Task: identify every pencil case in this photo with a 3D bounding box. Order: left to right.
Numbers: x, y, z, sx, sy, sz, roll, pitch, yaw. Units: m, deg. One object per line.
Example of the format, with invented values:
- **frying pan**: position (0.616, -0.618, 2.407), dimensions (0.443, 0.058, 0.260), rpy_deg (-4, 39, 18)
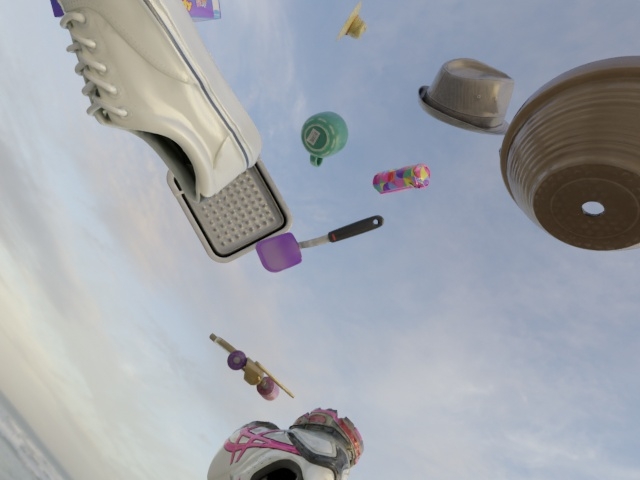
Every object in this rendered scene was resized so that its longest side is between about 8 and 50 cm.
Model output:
- **pencil case**: position (0.315, -0.237, 1.580), dimensions (0.236, 0.104, 0.104), rpy_deg (-2, -62, 53)

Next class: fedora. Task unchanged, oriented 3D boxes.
- **fedora**: position (0.388, -0.376, 1.022), dimensions (0.276, 0.243, 0.124), rpy_deg (6, -48, -13)

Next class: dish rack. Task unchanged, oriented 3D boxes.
- **dish rack**: position (-0.273, -0.118, 1.233), dimensions (0.332, 0.286, 0.072), rpy_deg (60, -21, 2)

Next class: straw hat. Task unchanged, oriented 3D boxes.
- **straw hat**: position (0.108, -0.651, 1.233), dimensions (0.061, 0.144, 0.144), rpy_deg (34, -40, -9)

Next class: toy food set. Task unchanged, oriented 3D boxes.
- **toy food set**: position (-0.078, 0.139, 0.429), dimensions (0.078, 0.019, 0.122), rpy_deg (50, -25, -20)

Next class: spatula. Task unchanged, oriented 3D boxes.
- **spatula**: position (0.000, 0.000, 0.906), dimensions (0.297, 0.030, 0.084), rpy_deg (-17, -79, 15)

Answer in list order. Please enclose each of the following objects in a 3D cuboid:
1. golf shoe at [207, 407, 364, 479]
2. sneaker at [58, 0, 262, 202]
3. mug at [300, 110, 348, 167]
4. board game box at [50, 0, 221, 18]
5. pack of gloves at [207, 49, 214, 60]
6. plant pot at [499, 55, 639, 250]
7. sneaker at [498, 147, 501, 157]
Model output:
- **golf shoe**: position (-0.053, 0.206, 0.358), dimensions (0.186, 0.086, 0.067), rpy_deg (-34, -95, 33)
- **sneaker**: position (-0.140, -0.131, 0.303), dimensions (0.094, 0.091, 0.258), rpy_deg (12, -30, 43)
- **mug**: position (0.010, -0.298, 1.196), dimensions (0.130, 0.097, 0.157), rpy_deg (-5, -71, 27)
- **board game box**: position (-0.470, -0.626, 1.057), dimensions (0.234, 0.347, 0.077), rpy_deg (11, -64, 28)
- **pack of gloves**: position (-0.298, -0.289, 0.942), dimensions (0.046, 0.232, 0.195), rpy_deg (44, -8, 27)
- **plant pot**: position (0.314, -0.067, 0.452), dimensions (0.238, 0.109, 0.237), rpy_deg (28, -34, 21)
- **sneaker**: position (0.552, -0.237, 0.932), dimensions (0.146, 0.294, 0.102), rpy_deg (63, 1, 9)
